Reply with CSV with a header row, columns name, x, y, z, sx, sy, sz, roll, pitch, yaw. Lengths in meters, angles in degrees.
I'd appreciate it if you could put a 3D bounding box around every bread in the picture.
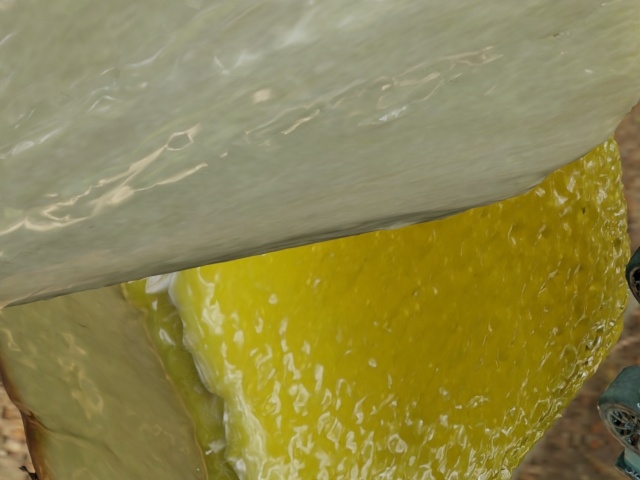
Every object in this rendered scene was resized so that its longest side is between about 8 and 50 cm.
name,x,y,z,sx,sy,sz,roll,pitch,yaw
bread,0.000,0.000,0.865,0.333,0.143,0.323,-43,133,-37

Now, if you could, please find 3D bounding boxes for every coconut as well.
name,x,y,z,sx,sy,sz,roll,pitch,yaw
coconut,-0.050,-0.117,0.438,0.329,0.329,0.328,1,88,-30

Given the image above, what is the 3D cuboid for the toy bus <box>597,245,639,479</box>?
name,x,y,z,sx,sy,sz,roll,pitch,yaw
toy bus,0.230,0.040,0.827,0.165,0.271,0.133,36,67,22
